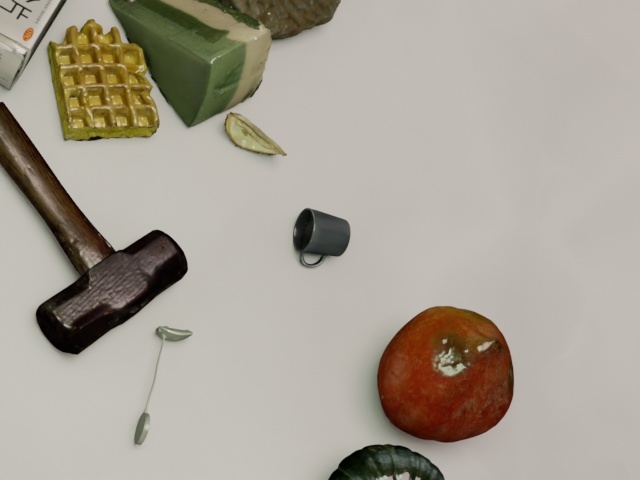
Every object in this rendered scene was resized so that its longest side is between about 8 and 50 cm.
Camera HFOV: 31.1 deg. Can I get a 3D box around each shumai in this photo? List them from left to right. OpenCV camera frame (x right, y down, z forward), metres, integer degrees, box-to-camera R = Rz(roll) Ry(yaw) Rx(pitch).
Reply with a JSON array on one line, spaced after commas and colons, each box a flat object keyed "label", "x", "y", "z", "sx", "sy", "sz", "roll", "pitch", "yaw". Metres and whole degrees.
[{"label": "shumai", "x": -0.113, "y": -0.527, "z": 2.107, "sx": 0.262, "sy": 0.267, "sz": 0.314, "roll": 45, "pitch": 9, "yaw": 37}]

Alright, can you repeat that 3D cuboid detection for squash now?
[{"label": "squash", "x": 0.109, "y": 0.427, "z": 1.810, "sx": 0.218, "sy": 0.172, "sz": 0.218, "roll": 10, "pitch": 64, "yaw": -21}]

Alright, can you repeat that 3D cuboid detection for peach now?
[{"label": "peach", "x": 0.220, "y": 0.219, "z": 1.905, "sx": 0.232, "sy": 0.256, "sz": 0.232, "roll": 11, "pitch": 67, "yaw": -27}]

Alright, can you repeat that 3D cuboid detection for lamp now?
[{"label": "lamp", "x": -0.247, "y": 0.225, "z": 1.781, "sx": 0.056, "sy": 0.050, "sz": 0.198, "roll": 21, "pitch": 61, "yaw": -20}]

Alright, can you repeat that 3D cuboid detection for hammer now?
[{"label": "hammer", "x": -0.408, "y": -0.045, "z": 1.788, "sx": 0.242, "sy": 0.095, "sz": 0.409, "roll": -34, "pitch": 85, "yaw": -33}]

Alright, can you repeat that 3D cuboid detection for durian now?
[{"label": "durian", "x": -0.114, "y": -0.187, "z": 2.011, "sx": 0.130, "sy": 0.066, "sz": 0.052, "roll": 36, "pitch": 58, "yaw": -21}]

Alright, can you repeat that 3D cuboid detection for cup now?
[{"label": "cup", "x": 0.000, "y": 0.000, "z": 1.995, "sx": 0.077, "sy": 0.078, "sz": 0.100, "roll": 13, "pitch": 98, "yaw": -27}]

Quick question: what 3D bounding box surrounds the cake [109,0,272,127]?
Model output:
[{"label": "cake", "x": -0.221, "y": -0.369, "z": 1.970, "sx": 0.158, "sy": 0.172, "sz": 0.284, "roll": -32, "pitch": 84, "yaw": -35}]

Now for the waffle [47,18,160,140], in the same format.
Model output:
[{"label": "waffle", "x": -0.365, "y": -0.274, "z": 1.922, "sx": 0.160, "sy": 0.055, "sz": 0.211, "roll": -4, "pitch": 71, "yaw": -28}]

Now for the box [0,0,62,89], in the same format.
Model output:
[{"label": "box", "x": -0.496, "y": -0.424, "z": 1.862, "sx": 0.173, "sy": 0.145, "sz": 0.333, "roll": 29, "pitch": 59, "yaw": -13}]
